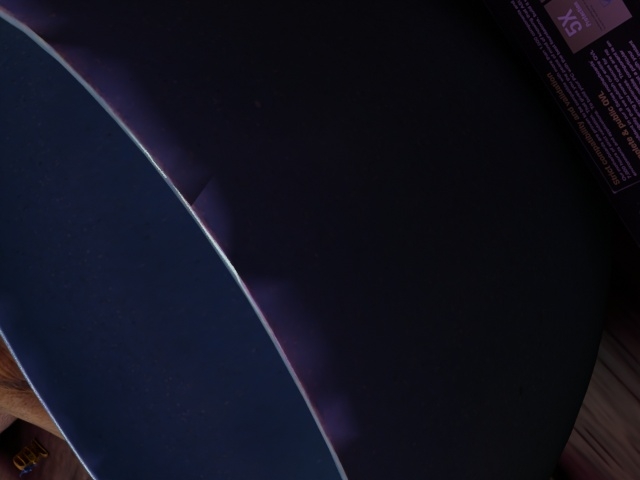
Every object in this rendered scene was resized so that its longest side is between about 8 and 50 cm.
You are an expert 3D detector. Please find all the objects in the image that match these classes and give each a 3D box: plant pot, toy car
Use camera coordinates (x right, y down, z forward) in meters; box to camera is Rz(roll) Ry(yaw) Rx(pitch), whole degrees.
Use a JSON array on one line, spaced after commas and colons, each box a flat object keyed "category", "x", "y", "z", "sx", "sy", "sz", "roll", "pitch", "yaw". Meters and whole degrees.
[{"category": "plant pot", "x": 0.000, "y": 0.000, "z": 0.476, "sx": 0.290, "sy": 0.195, "sz": 0.290, "roll": 41, "pitch": 149, "yaw": 31}, {"category": "toy car", "x": -0.254, "y": 0.254, "z": 1.162, "sx": 0.122, "sy": 0.040, "sz": 0.060, "roll": 47, "pitch": 145, "yaw": 14}]

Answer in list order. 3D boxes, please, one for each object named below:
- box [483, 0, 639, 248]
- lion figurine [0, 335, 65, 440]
[{"category": "box", "x": 0.143, "y": -0.067, "z": 0.360, "sx": 0.180, "sy": 0.077, "sz": 0.147, "roll": 57, "pitch": 146, "yaw": -1}, {"category": "lion figurine", "x": -0.263, "y": 0.102, "z": 0.853, "sx": 0.392, "sy": 0.142, "sz": 0.240, "roll": -37, "pitch": 118, "yaw": 20}]
